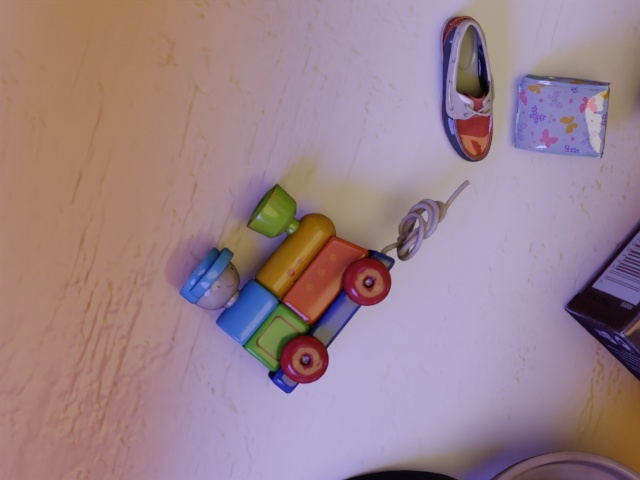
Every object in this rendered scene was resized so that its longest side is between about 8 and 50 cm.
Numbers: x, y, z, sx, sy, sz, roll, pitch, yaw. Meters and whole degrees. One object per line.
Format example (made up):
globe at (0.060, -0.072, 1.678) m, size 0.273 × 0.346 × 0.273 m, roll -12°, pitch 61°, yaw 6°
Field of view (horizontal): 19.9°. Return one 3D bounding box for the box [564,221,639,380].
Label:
box at (0.439, 0.123, 1.740) m, size 0.381 × 0.143 × 0.191 m, roll 43°, pitch 86°, yaw -17°

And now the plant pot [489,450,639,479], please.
plant pot at (0.217, 0.316, 1.689) m, size 0.237 × 0.110 × 0.237 m, roll 2°, pitch 81°, yaw -15°

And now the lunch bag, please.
lunch bag at (0.222, -0.115, 1.674) m, size 0.083 × 0.053 × 0.071 m, roll 5°, pitch 100°, yaw 8°

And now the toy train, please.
toy train at (0.000, 0.000, 1.613) m, size 0.143 × 0.105 × 0.248 m, roll 39°, pitch 88°, yaw -6°

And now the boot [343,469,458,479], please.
boot at (0.043, 0.373, 1.689) m, size 0.264 × 0.096 × 0.280 m, roll -23°, pitch 107°, yaw -11°

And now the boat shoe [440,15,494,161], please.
boat shoe at (0.136, -0.135, 1.650) m, size 0.049 × 0.043 × 0.137 m, roll -11°, pitch 104°, yaw -16°
